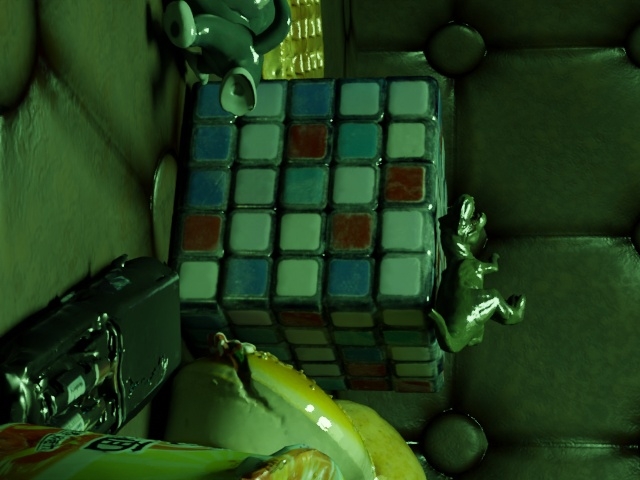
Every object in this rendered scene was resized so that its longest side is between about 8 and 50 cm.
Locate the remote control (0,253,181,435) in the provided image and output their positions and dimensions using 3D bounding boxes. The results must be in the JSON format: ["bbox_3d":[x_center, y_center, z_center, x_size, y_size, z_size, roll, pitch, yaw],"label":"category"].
[{"bbox_3d":[-0.177,0.102,1.008,0.399,0.062,0.145,-53,143,-76],"label":"remote control"}]

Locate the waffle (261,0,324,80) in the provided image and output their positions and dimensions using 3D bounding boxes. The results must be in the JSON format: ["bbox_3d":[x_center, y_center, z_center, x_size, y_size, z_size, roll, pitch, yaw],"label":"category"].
[{"bbox_3d":[-0.062,-0.313,1.776,0.328,0.098,0.224,-56,143,-78],"label":"waffle"}]

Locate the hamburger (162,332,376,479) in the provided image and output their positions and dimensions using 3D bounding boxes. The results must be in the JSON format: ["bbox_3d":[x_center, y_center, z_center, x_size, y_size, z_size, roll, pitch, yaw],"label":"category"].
[{"bbox_3d":[-0.051,0.213,1.387,0.151,0.227,0.295,-60,163,-24],"label":"hamburger"}]

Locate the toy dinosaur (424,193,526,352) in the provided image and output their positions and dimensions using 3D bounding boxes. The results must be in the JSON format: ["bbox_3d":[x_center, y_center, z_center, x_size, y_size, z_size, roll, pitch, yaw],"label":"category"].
[{"bbox_3d":[0.123,0.040,1.314,0.179,0.087,0.187,20,47,-41],"label":"toy dinosaur"}]

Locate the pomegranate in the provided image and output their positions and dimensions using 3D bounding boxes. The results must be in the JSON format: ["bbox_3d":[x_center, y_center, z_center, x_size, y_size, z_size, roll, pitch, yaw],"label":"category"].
[{"bbox_3d":[0.020,0.341,1.772,0.260,0.260,0.260,0,90,-82],"label":"pomegranate"}]

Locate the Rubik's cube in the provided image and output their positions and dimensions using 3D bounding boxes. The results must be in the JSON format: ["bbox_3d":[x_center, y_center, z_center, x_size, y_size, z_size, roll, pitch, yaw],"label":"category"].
[{"bbox_3d":[0.000,0.000,1.503,0.292,0.287,0.293,73,18,-62],"label":"Rubik's cube"}]

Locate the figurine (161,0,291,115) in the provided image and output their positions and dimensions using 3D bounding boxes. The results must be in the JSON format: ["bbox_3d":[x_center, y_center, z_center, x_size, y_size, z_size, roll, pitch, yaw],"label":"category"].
[{"bbox_3d":[-0.098,-0.250,1.359,0.193,0.140,0.265,61,0,-37],"label":"figurine"}]

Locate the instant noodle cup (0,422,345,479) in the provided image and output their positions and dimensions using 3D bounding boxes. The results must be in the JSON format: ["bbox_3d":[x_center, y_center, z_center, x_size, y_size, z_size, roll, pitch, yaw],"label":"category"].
[{"bbox_3d":[-0.119,0.227,0.745,0.264,0.200,0.264,9,90,-67],"label":"instant noodle cup"}]
